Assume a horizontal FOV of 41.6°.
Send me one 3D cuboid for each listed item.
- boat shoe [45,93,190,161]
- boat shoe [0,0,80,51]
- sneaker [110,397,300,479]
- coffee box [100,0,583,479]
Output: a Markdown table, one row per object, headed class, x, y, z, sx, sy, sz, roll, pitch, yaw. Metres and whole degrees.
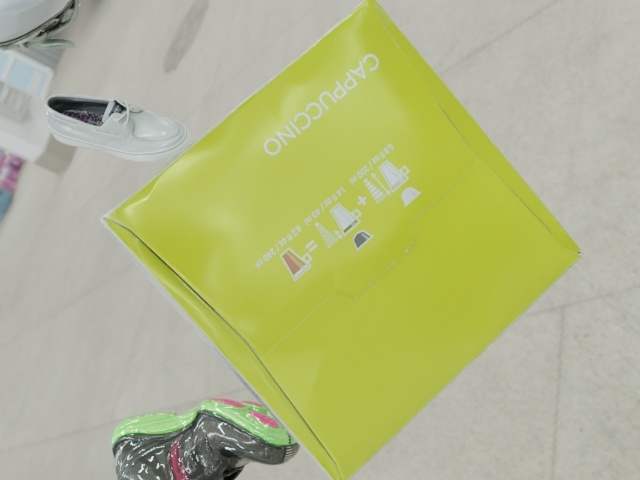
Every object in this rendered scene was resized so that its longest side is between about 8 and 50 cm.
| class | x | y | z | sx | sy | sz | roll | pitch | yaw |
| --- | --- | --- | --- | --- | --- | --- | --- | --- | --- |
| boat shoe | -0.255 | -0.149 | 1.054 | 0.063 | 0.184 | 0.066 | 88 | -161 | -59 |
| boat shoe | -0.298 | -0.244 | 0.851 | 0.306 | 0.113 | 0.105 | -101 | 18 | -54 |
| sneaker | -0.200 | 0.396 | 1.493 | 0.482 | 0.185 | 0.202 | -23 | 60 | 44 |
| coffee box | 0.000 | 0.000 | 0.935 | 0.337 | 0.338 | 0.334 | -42 | 7 | -10 |
